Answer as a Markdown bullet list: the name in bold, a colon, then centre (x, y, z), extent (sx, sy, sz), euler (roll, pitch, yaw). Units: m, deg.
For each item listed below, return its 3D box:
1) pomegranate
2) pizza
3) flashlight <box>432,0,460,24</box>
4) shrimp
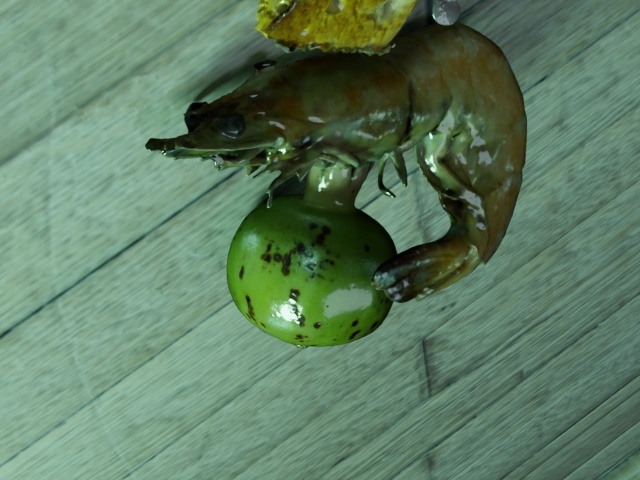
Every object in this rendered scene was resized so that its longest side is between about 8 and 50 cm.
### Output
- **pomegranate**: centre (0.000, 0.000, 1.105), extent (0.114, 0.114, 0.142), euler (-5, 112, -55)
- **pizza**: centre (0.014, -0.146, 0.909), extent (0.131, 0.041, 0.178), euler (-38, 159, -10)
- **flashlight**: centre (0.098, -0.174, 1.005), extent (0.110, 0.031, 0.052), euler (-39, 122, -13)
- **shrimp**: centre (0.023, -0.035, 1.032), extent (0.296, 0.169, 0.058), euler (-16, -167, -40)
